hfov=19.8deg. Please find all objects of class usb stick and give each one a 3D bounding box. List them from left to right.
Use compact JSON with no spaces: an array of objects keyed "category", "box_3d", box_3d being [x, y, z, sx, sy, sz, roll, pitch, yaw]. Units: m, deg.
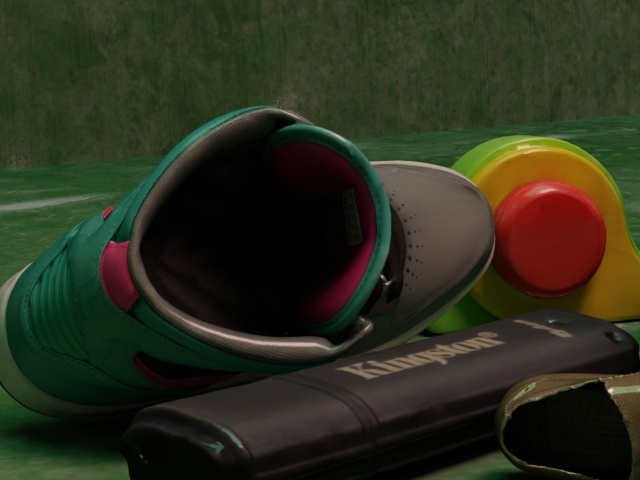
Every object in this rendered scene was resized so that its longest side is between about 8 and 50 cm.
[{"category":"usb stick","box_3d":[0.036,0.071,0.798,0.077,0.045,0.278,3,9,44]}]

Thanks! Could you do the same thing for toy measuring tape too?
[{"category":"toy measuring tape","box_3d":[0.184,-0.012,1.114,0.330,0.121,0.121,-4,8,-12]}]

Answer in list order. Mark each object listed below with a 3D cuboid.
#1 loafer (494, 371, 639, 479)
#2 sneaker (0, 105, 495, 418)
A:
[{"category":"loafer","box_3d":[0.134,0.074,0.715,0.148,0.056,0.050,-11,4,26]},{"category":"sneaker","box_3d":[0.000,0.000,0.889,0.295,0.124,0.178,-16,-7,-33]}]
